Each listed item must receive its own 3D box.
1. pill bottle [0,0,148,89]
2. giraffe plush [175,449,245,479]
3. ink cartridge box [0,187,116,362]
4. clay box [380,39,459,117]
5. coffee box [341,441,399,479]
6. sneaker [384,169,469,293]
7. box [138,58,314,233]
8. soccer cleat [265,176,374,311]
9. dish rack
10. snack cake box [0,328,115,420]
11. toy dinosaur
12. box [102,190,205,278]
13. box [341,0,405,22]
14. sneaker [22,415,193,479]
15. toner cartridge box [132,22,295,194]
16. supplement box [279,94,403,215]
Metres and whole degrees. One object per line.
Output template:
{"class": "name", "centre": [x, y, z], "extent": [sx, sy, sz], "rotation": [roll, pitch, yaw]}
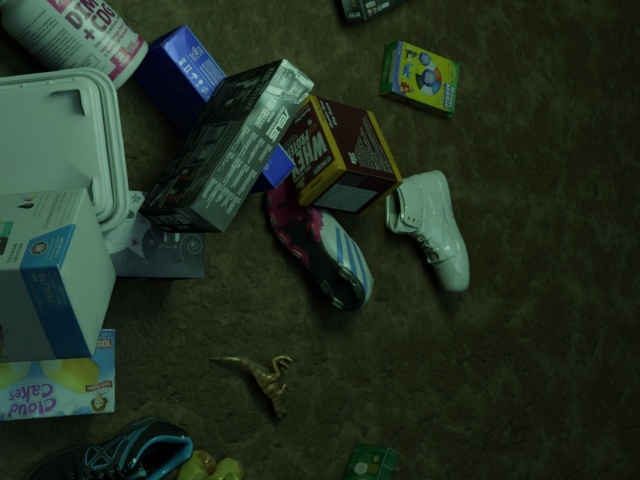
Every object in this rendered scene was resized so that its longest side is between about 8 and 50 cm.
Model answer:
{"class": "pill bottle", "centre": [-0.459, -0.388, 1.735], "extent": [0.283, 0.160, 0.160], "rotation": [43, 64, -24]}
{"class": "giraffe plush", "centre": [-0.205, 0.493, 1.840], "extent": [0.210, 0.170, 0.181], "rotation": [5, 84, -35]}
{"class": "ink cartridge box", "centre": [-0.493, 0.059, 1.545], "extent": [0.198, 0.270, 0.197], "rotation": [-88, 172, -50]}
{"class": "clay box", "centre": [0.245, -0.375, 2.297], "extent": [0.222, 0.053, 0.127], "rotation": [12, 80, -33]}
{"class": "coffee box", "centre": [0.090, 0.526, 2.084], "extent": [0.040, 0.113, 0.184], "rotation": [34, 67, -32]}
{"class": "sneaker", "centre": [0.230, -0.007, 2.234], "extent": [0.169, 0.108, 0.292], "rotation": [-12, 83, -34]}
{"class": "box", "centre": [-0.166, -0.158, 1.685], "extent": [0.076, 0.242, 0.307], "rotation": [38, 71, -25]}
{"class": "soccer cleat", "centre": [0.000, 0.000, 2.076], "extent": [0.331, 0.116, 0.143], "rotation": [58, 26, -7]}
{"class": "dish rack", "centre": [-0.501, -0.140, 1.639], "extent": [0.333, 0.072, 0.285], "rotation": [-7, 91, -1]}
{"class": "snack cake box", "centre": [-0.496, 0.232, 1.705], "extent": [0.264, 0.089, 0.152], "rotation": [1, 85, -35]}
{"class": "toy dinosaur", "centre": [-0.112, 0.275, 1.989], "extent": [0.112, 0.064, 0.211], "rotation": [-47, 112, -27]}
{"class": "box", "centre": [-0.348, -0.009, 1.796], "extent": [0.247, 0.142, 0.163], "rotation": [3, 85, -35]}
{"class": "box", "centre": [0.124, -0.606, 2.185], "extent": [0.231, 0.056, 0.183], "rotation": [-34, 116, -43]}
{"class": "sneaker", "centre": [-0.385, 0.414, 1.739], "extent": [0.341, 0.140, 0.125], "rotation": [-28, 104, -32]}
{"class": "toner cartridge box", "centre": [-0.214, -0.242, 1.896], "extent": [0.348, 0.165, 0.075], "rotation": [52, 61, -21]}
{"class": "supplement box", "centre": [0.034, -0.173, 2.022], "extent": [0.194, 0.129, 0.191], "rotation": [8, 52, -44]}
